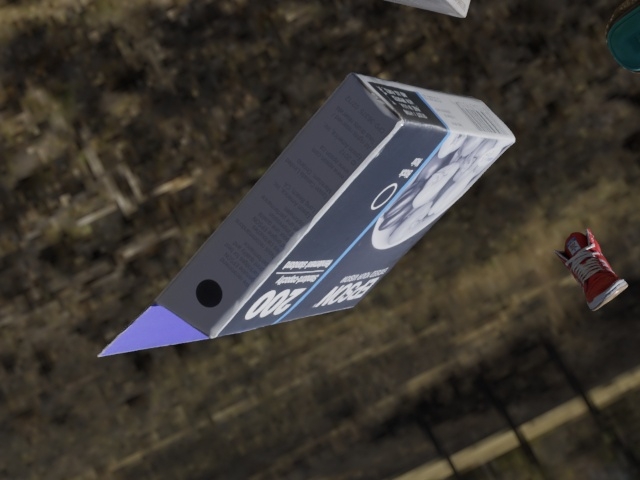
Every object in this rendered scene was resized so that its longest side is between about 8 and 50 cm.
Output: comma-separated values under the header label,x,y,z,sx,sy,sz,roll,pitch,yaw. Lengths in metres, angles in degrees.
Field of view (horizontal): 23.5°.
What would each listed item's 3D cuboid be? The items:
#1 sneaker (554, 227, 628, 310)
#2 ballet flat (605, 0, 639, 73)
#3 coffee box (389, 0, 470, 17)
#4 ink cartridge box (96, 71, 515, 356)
label,x,y,z,sx,sy,sz,roll,pitch,yaw
sneaker,0.254,0.025,1.453,0.042,0.067,0.118,-34,180,7
ballet flat,0.281,-0.180,1.034,0.206,0.073,0.067,-25,-171,43
coffee box,0.107,-0.376,1.435,0.118,0.297,0.168,15,-178,15
ink cartridge box,0.000,0.000,0.860,0.208,0.045,0.206,-46,165,18
